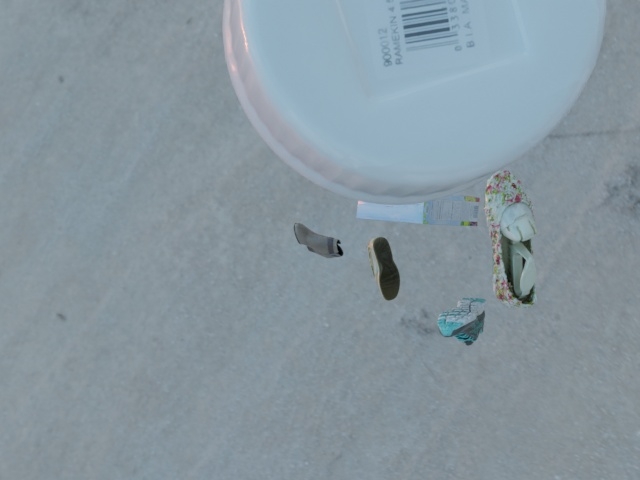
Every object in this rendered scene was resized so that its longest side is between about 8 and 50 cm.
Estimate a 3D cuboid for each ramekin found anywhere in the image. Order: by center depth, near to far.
[{"bbox_3d":[0.065,-0.163,0.593,0.277,0.135,0.277,0,95,-4],"label":"ramekin"}]

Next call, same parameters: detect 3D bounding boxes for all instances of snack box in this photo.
[{"bbox_3d":[0.207,-0.069,1.733,0.174,0.207,0.070,6,95,41],"label":"snack box"}]

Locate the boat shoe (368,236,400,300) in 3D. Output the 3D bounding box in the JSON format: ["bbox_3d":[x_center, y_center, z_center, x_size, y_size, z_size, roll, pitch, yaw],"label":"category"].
[{"bbox_3d":[0.129,0.056,1.695,0.045,0.050,0.136,-161,59,-69],"label":"boat shoe"}]

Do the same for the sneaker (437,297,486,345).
[{"bbox_3d":[0.261,0.156,1.477,0.064,0.166,0.076,-1,100,33],"label":"sneaker"}]

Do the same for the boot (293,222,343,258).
[{"bbox_3d":[0.000,0.000,1.821,0.086,0.118,0.042,6,64,29],"label":"boot"}]

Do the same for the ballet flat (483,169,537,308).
[{"bbox_3d":[0.319,0.005,1.326,0.091,0.241,0.077,-20,25,-15],"label":"ballet flat"}]
